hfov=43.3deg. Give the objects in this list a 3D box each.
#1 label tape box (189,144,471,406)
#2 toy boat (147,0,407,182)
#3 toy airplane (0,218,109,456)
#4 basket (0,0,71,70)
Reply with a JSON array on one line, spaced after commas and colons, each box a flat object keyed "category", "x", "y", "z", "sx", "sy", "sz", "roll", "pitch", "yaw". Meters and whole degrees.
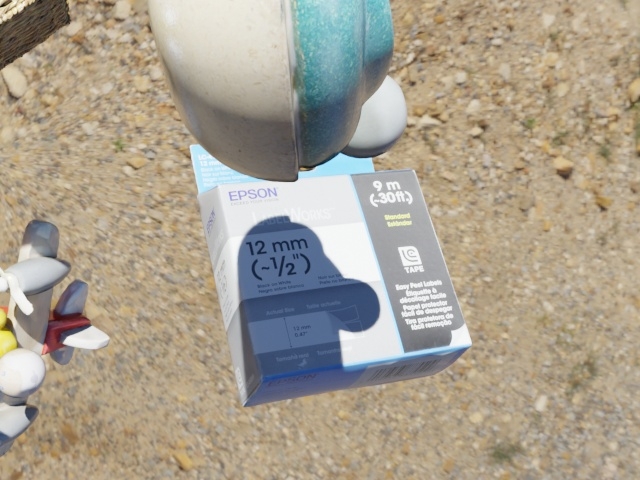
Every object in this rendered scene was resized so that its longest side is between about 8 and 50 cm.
[{"category": "label tape box", "x": 0.000, "y": 0.000, "z": 0.958, "sx": 0.249, "sy": 0.115, "sz": 0.347, "roll": -6, "pitch": 67, "yaw": -20}, {"category": "toy boat", "x": -0.011, "y": -0.141, "z": 0.487, "sx": 0.148, "sy": 0.318, "sz": 0.267, "roll": -5, "pitch": 68, "yaw": -1}, {"category": "toy airplane", "x": -0.563, "y": 0.199, "z": 1.490, "sx": 0.384, "sy": 0.272, "sz": 0.386, "roll": -40, "pitch": 134, "yaw": -16}, {"category": "basket", "x": -0.622, "y": -0.426, "z": 1.426, "sx": 0.299, "sy": 0.223, "sz": 0.213, "roll": -41, "pitch": 96, "yaw": -14}]
